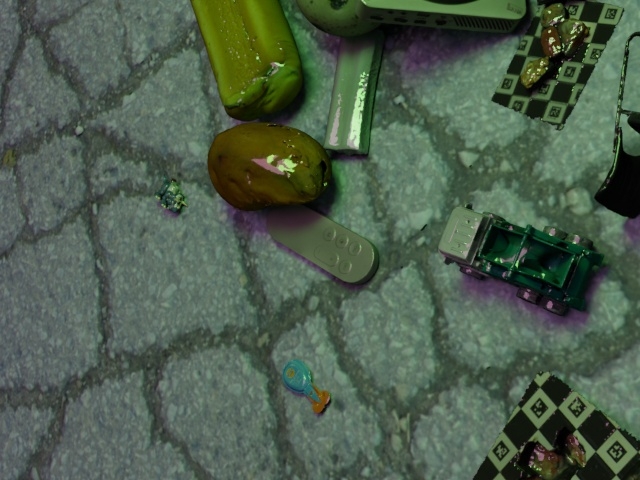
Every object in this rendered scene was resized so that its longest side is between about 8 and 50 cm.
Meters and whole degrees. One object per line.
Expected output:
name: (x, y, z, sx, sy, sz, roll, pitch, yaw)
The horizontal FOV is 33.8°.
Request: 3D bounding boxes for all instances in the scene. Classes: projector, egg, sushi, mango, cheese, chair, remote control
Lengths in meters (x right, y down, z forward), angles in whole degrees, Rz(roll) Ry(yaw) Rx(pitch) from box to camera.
projector: (0.179, -0.450, 1.605, 0.079, 0.257, 0.259, 117, 154, -68)
egg: (0.048, -0.430, 1.722, 0.177, 0.177, 0.228, -27, 20, 27)
sushi: (0.305, 0.301, 1.361, 0.193, 0.040, 0.210, 40, 102, 46)
mango: (-0.090, -0.117, 1.742, 0.249, 0.151, 0.156, 19, 99, 40)
cheese: (-0.025, 0.226, 1.651, 0.111, 0.017, 0.047, 42, 104, 39)
chair: (0.452, -0.135, 1.344, 0.145, 0.140, 0.221, 15, 85, 40)
sushi: (0.338, -0.274, 1.546, 0.139, 0.031, 0.201, 28, 91, 40)
remote control: (0.000, 0.000, 1.710, 0.245, 0.022, 0.077, 30, 92, 40)

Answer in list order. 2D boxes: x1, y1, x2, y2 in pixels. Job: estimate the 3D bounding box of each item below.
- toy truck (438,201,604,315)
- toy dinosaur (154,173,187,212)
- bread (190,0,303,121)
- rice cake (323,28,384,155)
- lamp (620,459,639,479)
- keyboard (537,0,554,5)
toy truck: (0.265, 0.017, 1.442, 0.216, 0.116, 0.110, 22, 88, 40)
toy dinosaur: (-0.276, -0.085, 1.944, 0.047, 0.030, 0.083, -47, 53, 13)
bread: (-0.131, -0.377, 1.886, 0.166, 0.112, 0.383, -36, 55, 25)
rice cake: (0.053, -0.246, 1.746, 0.080, 0.042, 0.221, 0, 74, 32)
lamp: (0.423, 0.345, 1.143, 0.247, 0.247, 0.247, -14, 66, 33)
keyboard: (0.431, -0.403, 1.519, 0.251, 0.017, 0.087, -11, 50, 34)
